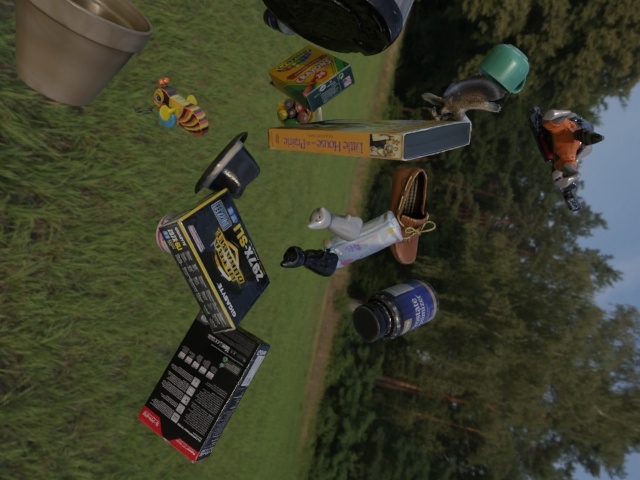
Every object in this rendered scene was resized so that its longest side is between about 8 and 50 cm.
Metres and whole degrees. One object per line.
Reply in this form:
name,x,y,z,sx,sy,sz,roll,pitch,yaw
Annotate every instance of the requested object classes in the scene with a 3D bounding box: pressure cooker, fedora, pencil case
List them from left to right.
fedora,-0.329,-0.258,1.703,0.334,0.152,0.334,-48,-168,14
pressure cooker,0.077,-0.702,1.028,0.370,0.375,0.420,23,89,-48
pencil case,0.144,-0.003,1.536,0.124,0.273,0.113,43,27,-57

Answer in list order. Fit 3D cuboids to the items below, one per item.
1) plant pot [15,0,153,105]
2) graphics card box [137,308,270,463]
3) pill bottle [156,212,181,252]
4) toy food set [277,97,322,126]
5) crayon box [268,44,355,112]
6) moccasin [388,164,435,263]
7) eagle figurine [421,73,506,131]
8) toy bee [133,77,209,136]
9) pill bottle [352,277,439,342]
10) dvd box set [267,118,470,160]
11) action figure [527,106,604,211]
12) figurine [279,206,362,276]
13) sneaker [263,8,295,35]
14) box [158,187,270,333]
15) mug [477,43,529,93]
plant pot,-0.655,-0.527,1.183,0.280,0.323,0.323,-51,-174,23
graphics card box,-0.340,0.412,1.317,0.371,0.233,0.094,-62,159,-6
pill bottle,-0.459,-0.010,1.678,0.160,0.283,0.160,-29,124,-56
toy food set,-0.102,-0.569,2.004,0.071,0.218,0.128,-47,141,-67
crayon box,-0.051,-0.607,1.643,0.202,0.318,0.081,-38,139,-10
moccasin,0.337,-0.087,1.663,0.147,0.139,0.380,34,-57,56
eagle figurine,0.585,-0.554,1.832,0.225,0.298,0.226,51,11,-31
toy bee,-0.550,-0.499,1.640,0.195,0.298,0.162,-87,-170,-53
pill bottle,0.192,0.181,1.149,0.219,0.123,0.123,-15,129,-37
dvd box set,0.117,-0.266,1.138,0.307,0.420,0.062,-21,116,-42
action figure,0.723,-0.247,1.272,0.330,0.178,0.341,-32,97,-52
figurine,0.000,0.000,1.267,0.215,0.092,0.209,-56,149,14
sneaker,-0.056,-0.723,1.335,0.293,0.146,0.102,-43,136,-20
box,-0.274,0.047,1.232,0.257,0.079,0.322,-58,129,-62
mug,0.552,-0.514,1.331,0.097,0.129,0.158,-51,161,23
